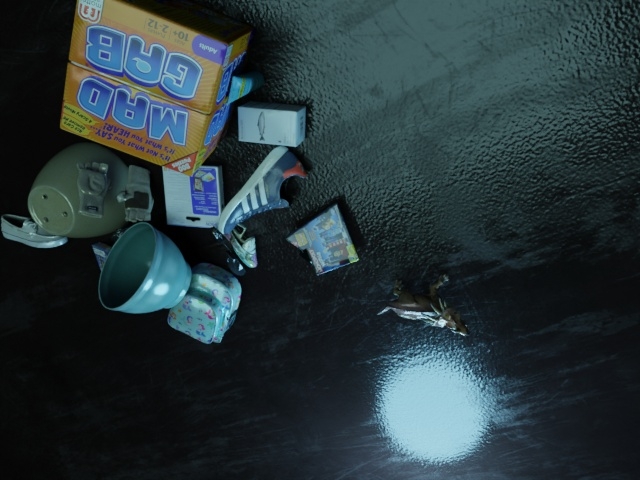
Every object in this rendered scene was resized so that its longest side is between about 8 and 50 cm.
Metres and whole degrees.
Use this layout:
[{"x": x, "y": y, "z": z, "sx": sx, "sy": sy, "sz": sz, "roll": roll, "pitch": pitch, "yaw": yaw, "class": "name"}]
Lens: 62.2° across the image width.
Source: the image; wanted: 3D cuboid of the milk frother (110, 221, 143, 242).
[{"x": -0.653, "y": 0.012, "z": 1.846, "sx": 0.129, "sy": 0.143, "sz": 0.135, "roll": -38, "pitch": 97, "yaw": 18, "class": "milk frother"}]

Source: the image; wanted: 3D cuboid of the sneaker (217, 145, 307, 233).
[{"x": -0.179, "y": -0.124, "z": 1.660, "sx": 0.148, "sy": 0.131, "sz": 0.350, "roll": 41, "pitch": 111, "yaw": -4, "class": "sneaker"}]

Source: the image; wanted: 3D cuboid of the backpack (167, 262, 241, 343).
[{"x": -0.403, "y": 0.215, "z": 1.857, "sx": 0.225, "sy": 0.191, "sz": 0.253, "roll": 25, "pitch": 112, "yaw": 3, "class": "backpack"}]

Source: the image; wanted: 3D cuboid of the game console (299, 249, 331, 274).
[{"x": 0.008, "y": 0.039, "z": 1.762, "sx": 0.122, "sy": 0.071, "sz": 0.107, "roll": 35, "pitch": 147, "yaw": -2, "class": "game console"}]

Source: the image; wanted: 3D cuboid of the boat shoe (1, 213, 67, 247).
[{"x": -1.060, "y": -0.043, "z": 1.960, "sx": 0.267, "sy": 0.096, "sz": 0.088, "roll": 13, "pitch": 121, "yaw": 18, "class": "boat shoe"}]

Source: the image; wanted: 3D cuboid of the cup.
[{"x": -0.819, "y": -0.137, "z": 1.772, "sx": 0.331, "sy": 0.237, "sz": 0.331, "roll": 5, "pitch": 115, "yaw": 12, "class": "cup"}]

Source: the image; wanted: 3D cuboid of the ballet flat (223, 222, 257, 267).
[{"x": -0.271, "y": -0.010, "z": 1.780, "sx": 0.079, "sy": 0.077, "sz": 0.221, "roll": -36, "pitch": 97, "yaw": 22, "class": "ballet flat"}]

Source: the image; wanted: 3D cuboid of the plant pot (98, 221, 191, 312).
[{"x": -0.551, "y": 0.113, "z": 1.733, "sx": 0.293, "sy": 0.293, "sz": 0.196, "roll": -32, "pitch": 139, "yaw": 24, "class": "plant pot"}]

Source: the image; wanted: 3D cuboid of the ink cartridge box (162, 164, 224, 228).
[{"x": -0.418, "y": -0.149, "z": 1.752, "sx": 0.206, "sy": 0.045, "sz": 0.208, "roll": 6, "pitch": 107, "yaw": 16, "class": "ink cartridge box"}]

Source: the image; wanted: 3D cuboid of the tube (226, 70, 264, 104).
[{"x": -0.217, "y": -0.440, "z": 1.497, "sx": 0.052, "sy": 0.207, "sz": 0.080, "roll": 18, "pitch": 118, "yaw": 7, "class": "tube"}]

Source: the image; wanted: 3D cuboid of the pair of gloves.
[{"x": -0.655, "y": -0.154, "z": 1.700, "sx": 0.042, "sy": 0.240, "sz": 0.204, "roll": -34, "pitch": 60, "yaw": 45, "class": "pair of gloves"}]

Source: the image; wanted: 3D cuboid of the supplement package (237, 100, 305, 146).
[{"x": -0.143, "y": -0.348, "z": 1.576, "sx": 0.179, "sy": 0.105, "sz": 0.105, "roll": 7, "pitch": 116, "yaw": 12, "class": "supplement package"}]

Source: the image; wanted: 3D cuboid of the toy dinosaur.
[{"x": 0.307, "y": 0.209, "z": 1.654, "sx": 0.295, "sy": 0.200, "sz": 0.127, "roll": -4, "pitch": 112, "yaw": 17, "class": "toy dinosaur"}]

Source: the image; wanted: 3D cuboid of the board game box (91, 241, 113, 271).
[{"x": -0.747, "y": 0.087, "z": 1.909, "sx": 0.201, "sy": 0.035, "sz": 0.136, "roll": 13, "pitch": 121, "yaw": 45, "class": "board game box"}]

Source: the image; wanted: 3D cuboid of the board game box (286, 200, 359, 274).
[{"x": 0.000, "y": 0.000, "z": 1.687, "sx": 0.194, "sy": 0.060, "sz": 0.194, "roll": -20, "pitch": 101, "yaw": 9, "class": "board game box"}]

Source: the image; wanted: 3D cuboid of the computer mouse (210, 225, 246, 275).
[{"x": -0.315, "y": 0.040, "z": 1.772, "sx": 0.041, "sy": 0.071, "sz": 0.242, "roll": -34, "pitch": 133, "yaw": -9, "class": "computer mouse"}]

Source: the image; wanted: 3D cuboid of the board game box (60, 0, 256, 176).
[{"x": -0.422, "y": -0.448, "z": 1.434, "sx": 0.356, "sy": 0.356, "sz": 0.356, "roll": 20, "pitch": 117, "yaw": -5, "class": "board game box"}]
